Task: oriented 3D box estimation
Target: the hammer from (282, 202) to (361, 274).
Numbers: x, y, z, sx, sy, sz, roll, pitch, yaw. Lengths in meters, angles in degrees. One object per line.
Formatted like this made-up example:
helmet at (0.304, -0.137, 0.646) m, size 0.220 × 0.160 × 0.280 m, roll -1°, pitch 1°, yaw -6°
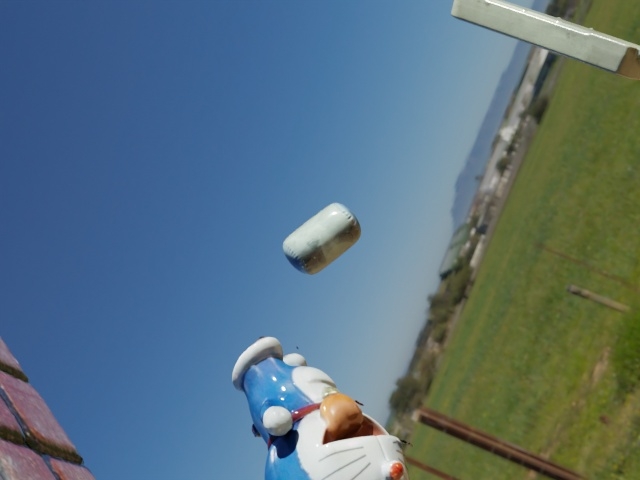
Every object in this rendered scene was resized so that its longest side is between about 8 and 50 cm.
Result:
hammer at (0.000, 0.000, 1.323) m, size 0.116 × 0.069 × 0.194 m, roll -39°, pitch 0°, yaw -3°

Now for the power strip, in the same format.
power strip at (0.219, -0.189, 0.809) m, size 0.080 × 0.227 × 0.029 m, roll -7°, pitch -60°, yaw -48°

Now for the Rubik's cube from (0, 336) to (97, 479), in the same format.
Rubik's cube at (-0.369, 0.157, 0.506) m, size 0.337 × 0.344 × 0.344 m, roll -41°, pitch -25°, yaw -6°

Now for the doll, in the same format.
doll at (0.001, 0.224, 0.988) m, size 0.161 × 0.257 × 0.215 m, roll -45°, pitch -34°, yaw 15°
